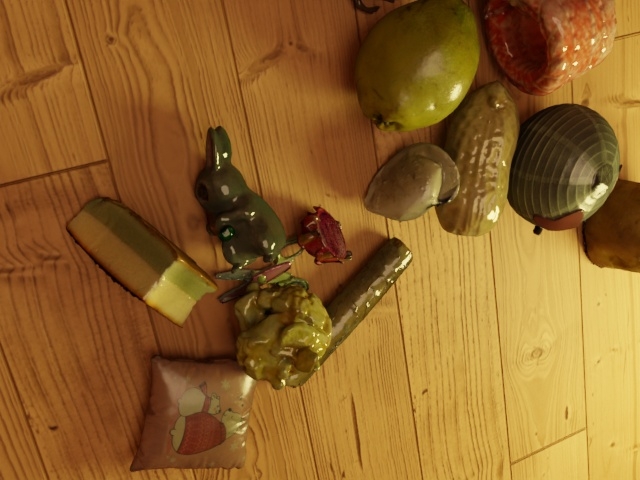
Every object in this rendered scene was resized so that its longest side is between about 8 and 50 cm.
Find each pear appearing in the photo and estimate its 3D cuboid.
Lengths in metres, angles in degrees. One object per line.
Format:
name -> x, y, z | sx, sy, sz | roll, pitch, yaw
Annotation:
pear -> 0.177, -0.317, 1.245 | 0.212, 0.212, 0.269 | 39, 81, -28

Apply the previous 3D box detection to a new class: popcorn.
popcorn -> -0.067, 0.174, 1.265 | 0.167, 0.185, 0.187 | 49, 43, -49

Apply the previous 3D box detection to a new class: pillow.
pillow -> -0.229, 0.324, 1.297 | 0.223, 0.084, 0.236 | 10, 94, -28

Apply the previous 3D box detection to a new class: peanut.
peanut -> 0.313, -0.163, 1.383 | 0.152, 0.152, 0.313 | 8, 93, -26

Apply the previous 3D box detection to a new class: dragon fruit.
dragon fruit -> -0.003, -0.004, 1.317 | 0.126, 0.068, 0.112 | 16, 55, -60

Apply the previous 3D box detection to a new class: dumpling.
dumpling -> 0.176, -0.111, 1.345 | 0.092, 0.176, 0.150 | 17, 63, -40

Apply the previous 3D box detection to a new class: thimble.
thimble -> 0.432, -0.406, 1.323 | 0.162, 0.239, 0.239 | -31, 115, -11

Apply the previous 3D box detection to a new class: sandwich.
sandwich -> -0.298, 0.036, 1.180 | 0.108, 0.220, 0.186 | -50, 154, -8

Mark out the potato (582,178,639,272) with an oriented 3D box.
potato -> 0.756, -0.024, 1.564 | 0.229, 0.266, 0.229 | -5, 103, -21

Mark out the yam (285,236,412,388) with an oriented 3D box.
yam -> 0.046, 0.146, 1.384 | 0.371, 0.083, 0.083 | -48, 118, -6

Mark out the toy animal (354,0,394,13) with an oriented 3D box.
toy animal -> 0.106, -0.529, 1.216 | 0.186, 0.094, 0.214 | 41, 88, -25

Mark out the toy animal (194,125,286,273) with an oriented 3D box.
toy animal -> -0.157, -0.074, 1.221 | 0.125, 0.127, 0.251 | -25, 99, -4

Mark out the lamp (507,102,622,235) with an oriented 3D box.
lamp -> 0.495, -0.146, 1.425 | 0.233, 0.233, 0.265 | 38, 91, -28

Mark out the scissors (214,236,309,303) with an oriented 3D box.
scissors -> -0.110, 0.071, 1.320 | 0.187, 0.020, 0.134 | -13, 114, -22
